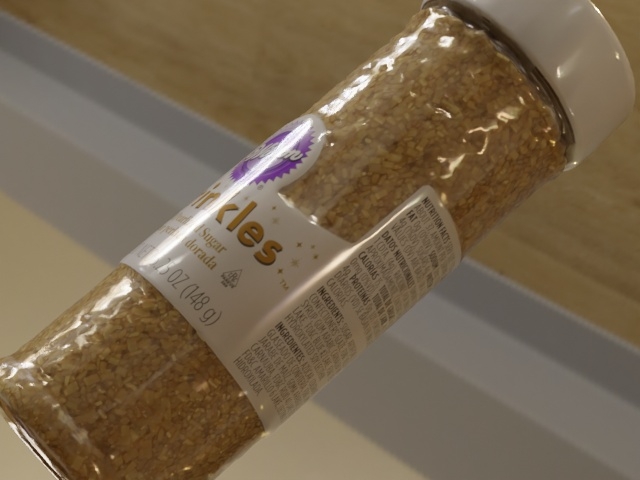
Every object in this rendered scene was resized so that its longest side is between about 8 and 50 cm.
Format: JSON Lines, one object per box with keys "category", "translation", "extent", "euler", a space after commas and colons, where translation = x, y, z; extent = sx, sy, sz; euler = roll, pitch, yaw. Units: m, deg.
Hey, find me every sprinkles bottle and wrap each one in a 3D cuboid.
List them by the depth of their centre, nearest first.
{"category": "sprinkles bottle", "translation": [0.000, 0.000, 0.847], "extent": [0.121, 0.355, 0.121], "euler": [45, -14, 15]}
